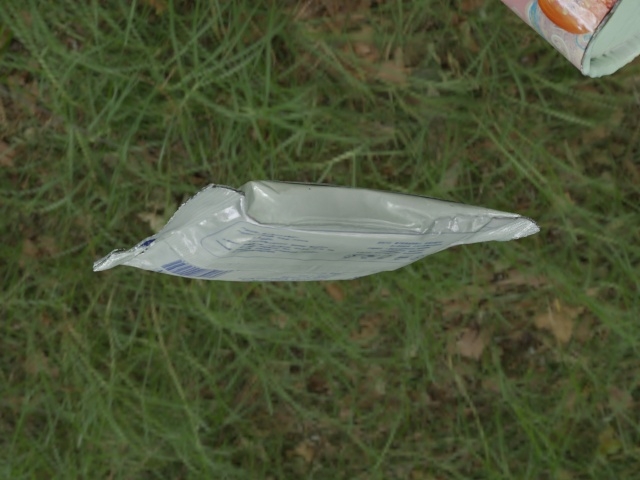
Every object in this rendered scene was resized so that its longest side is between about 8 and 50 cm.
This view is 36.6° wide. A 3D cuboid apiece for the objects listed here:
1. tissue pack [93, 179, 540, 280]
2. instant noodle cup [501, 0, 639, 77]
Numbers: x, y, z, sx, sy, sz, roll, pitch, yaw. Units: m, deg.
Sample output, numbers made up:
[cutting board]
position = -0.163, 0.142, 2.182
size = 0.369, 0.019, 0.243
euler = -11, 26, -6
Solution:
[tissue pack]
position = 0.000, 0.000, 0.486
size = 0.193, 0.026, 0.122
euler = 2, 164, -36
[instant noodle cup]
position = 0.235, -0.294, 0.871
size = 0.243, 0.231, 0.243
euler = -33, 161, -13
